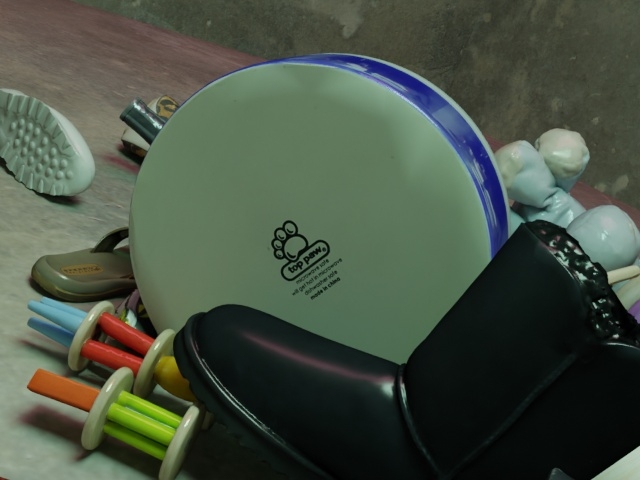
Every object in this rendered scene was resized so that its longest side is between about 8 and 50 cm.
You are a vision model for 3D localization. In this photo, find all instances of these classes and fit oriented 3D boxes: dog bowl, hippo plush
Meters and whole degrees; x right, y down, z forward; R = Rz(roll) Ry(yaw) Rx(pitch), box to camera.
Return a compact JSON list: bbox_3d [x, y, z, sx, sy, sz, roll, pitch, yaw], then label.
[{"bbox_3d":[0.000,0.000,0.559,0.265,0.265,0.104,24,19,11],"label":"dog bowl"},{"bbox_3d":[0.340,0.014,1.130,0.236,0.234,0.294,60,-4,38],"label":"hippo plush"}]

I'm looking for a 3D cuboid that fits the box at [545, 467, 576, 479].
[{"bbox_3d":[0.096,0.213,0.225,0.165,0.143,0.270,27,17,18],"label":"box"}]

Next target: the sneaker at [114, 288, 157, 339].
[{"bbox_3d":[-0.144,0.066,0.601,0.035,0.031,0.083,43,6,-16],"label":"sneaker"}]

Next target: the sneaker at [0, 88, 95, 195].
[{"bbox_3d":[-0.311,-0.116,0.872,0.235,0.090,0.095,35,12,35],"label":"sneaker"}]

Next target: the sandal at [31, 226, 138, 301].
[{"bbox_3d":[-0.172,0.013,0.684,0.072,0.049,0.180,29,19,26],"label":"sandal"}]

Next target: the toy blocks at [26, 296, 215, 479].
[{"bbox_3d":[-0.139,0.085,0.495,0.148,0.054,0.123,23,16,6],"label":"toy blocks"}]

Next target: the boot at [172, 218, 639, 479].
[{"bbox_3d":[0.061,0.064,0.445,0.246,0.207,0.094,40,16,10],"label":"boot"}]

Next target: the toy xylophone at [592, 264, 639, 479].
[{"bbox_3d":[0.254,0.137,0.609,0.322,0.081,0.236,3,54,-47],"label":"toy xylophone"}]

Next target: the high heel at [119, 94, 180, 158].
[{"bbox_3d":[-0.182,-0.113,1.069,0.186,0.093,0.261,42,2,-8],"label":"high heel"}]

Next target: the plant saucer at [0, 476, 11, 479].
[{"bbox_3d":[-0.137,0.103,0.203,0.259,0.048,0.258,9,-7,21],"label":"plant saucer"}]

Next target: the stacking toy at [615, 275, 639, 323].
[{"bbox_3d":[0.445,0.168,0.843,0.141,0.141,0.330,16,25,-17],"label":"stacking toy"}]
